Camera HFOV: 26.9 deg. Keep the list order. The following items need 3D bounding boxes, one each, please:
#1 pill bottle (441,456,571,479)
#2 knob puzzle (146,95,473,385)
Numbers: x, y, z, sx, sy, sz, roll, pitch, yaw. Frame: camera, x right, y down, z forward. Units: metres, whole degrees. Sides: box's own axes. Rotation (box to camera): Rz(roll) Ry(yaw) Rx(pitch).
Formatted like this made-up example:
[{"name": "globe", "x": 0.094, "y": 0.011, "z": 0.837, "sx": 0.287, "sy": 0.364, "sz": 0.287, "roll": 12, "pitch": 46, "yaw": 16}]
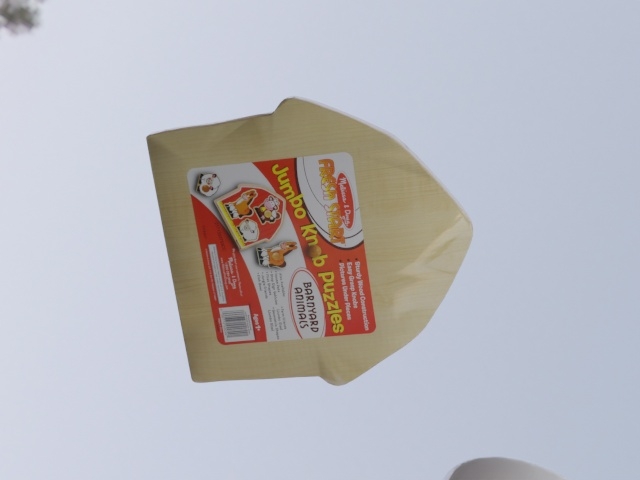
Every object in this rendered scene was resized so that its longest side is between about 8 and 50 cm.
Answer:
[{"name": "pill bottle", "x": 0.077, "y": 0.273, "z": 0.789, "sx": 0.162, "sy": 0.162, "sz": 0.278, "roll": -18, "pitch": -152, "yaw": 44}, {"name": "knob puzzle", "x": 0.000, "y": 0.000, "z": 0.849, "sx": 0.213, "sy": 0.213, "sz": 0.030, "roll": -45, "pitch": -172, "yaw": 19}]
